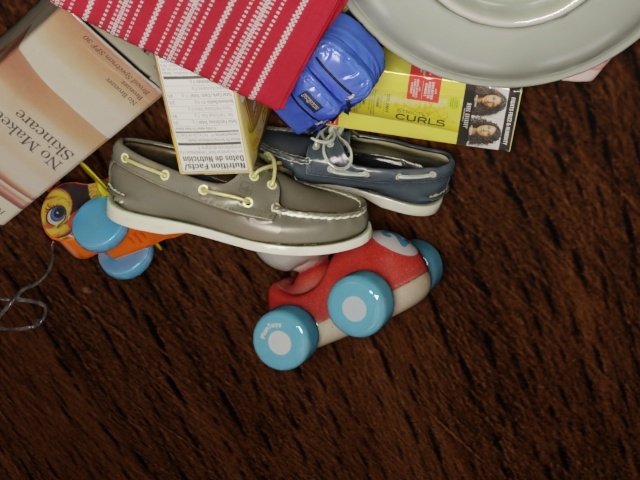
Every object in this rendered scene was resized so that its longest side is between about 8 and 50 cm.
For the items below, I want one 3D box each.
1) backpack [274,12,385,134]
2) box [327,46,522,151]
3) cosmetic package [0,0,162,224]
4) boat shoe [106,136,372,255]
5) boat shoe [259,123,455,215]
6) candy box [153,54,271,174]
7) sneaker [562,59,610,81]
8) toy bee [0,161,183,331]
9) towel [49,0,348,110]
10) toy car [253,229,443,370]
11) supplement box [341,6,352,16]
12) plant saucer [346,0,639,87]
[{"bbox_3d":[0.007,-0.172,1.372,0.098,0.101,0.120,41,136,-22],"label":"backpack"},{"bbox_3d":[0.107,-0.164,1.465,0.232,0.058,0.087,10,127,4],"label":"box"},{"bbox_3d":[-0.314,-0.168,1.491,0.153,0.129,0.296,40,124,-22],"label":"cosmetic package"},{"bbox_3d":[-0.091,-0.052,1.446,0.305,0.109,0.091,8,115,7],"label":"boat shoe"},{"bbox_3d":[0.029,-0.097,1.508,0.254,0.095,0.079,17,129,0],"label":"boat shoe"},{"bbox_3d":[-0.118,-0.248,1.359,0.087,0.183,0.316,-1,128,11],"label":"candy box"},{"bbox_3d":[0.252,-0.213,1.408,0.134,0.051,0.070,19,124,-11],"label":"sneaker"},{"bbox_3d":[-0.277,-0.036,1.588,0.298,0.162,0.195,-17,147,-16],"label":"toy bee"},{"bbox_3d":[-0.115,-0.249,1.221,0.275,0.031,0.199,25,129,-10],"label":"towel"},{"bbox_3d":[0.000,0.000,1.561,0.210,0.219,0.238,-26,91,26],"label":"toy car"},{"bbox_3d":[-0.003,-0.269,1.404,0.083,0.056,0.083,33,126,-16],"label":"supplement box"},{"bbox_3d":[0.187,-0.323,1.263,0.400,0.100,0.400,2,118,4],"label":"plant saucer"}]
